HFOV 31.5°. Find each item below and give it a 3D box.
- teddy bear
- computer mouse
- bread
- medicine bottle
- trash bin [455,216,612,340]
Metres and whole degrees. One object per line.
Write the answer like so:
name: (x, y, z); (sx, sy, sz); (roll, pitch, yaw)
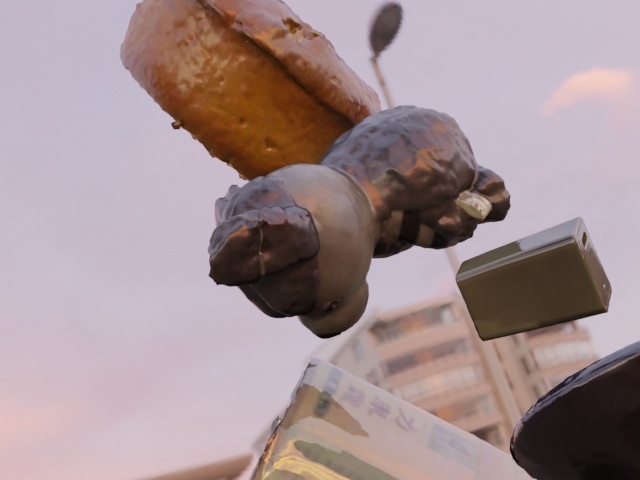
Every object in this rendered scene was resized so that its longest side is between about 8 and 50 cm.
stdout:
teddy bear: (0.005, -0.008, 0.920); (0.251, 0.144, 0.171); (-26, 21, -22)
computer mouse: (0.209, 0.103, 0.552); (0.264, 0.088, 0.147); (-1, -32, -37)
bread: (-0.065, -0.162, 1.280); (0.194, 0.179, 0.340); (-45, -58, 10)
medicine bottle: (0.118, 0.295, 1.003); (0.406, 0.236, 0.236); (26, -26, 2)
trash bin: (0.147, 0.029, 0.788); (0.092, 0.061, 0.043); (-19, 15, 27)
